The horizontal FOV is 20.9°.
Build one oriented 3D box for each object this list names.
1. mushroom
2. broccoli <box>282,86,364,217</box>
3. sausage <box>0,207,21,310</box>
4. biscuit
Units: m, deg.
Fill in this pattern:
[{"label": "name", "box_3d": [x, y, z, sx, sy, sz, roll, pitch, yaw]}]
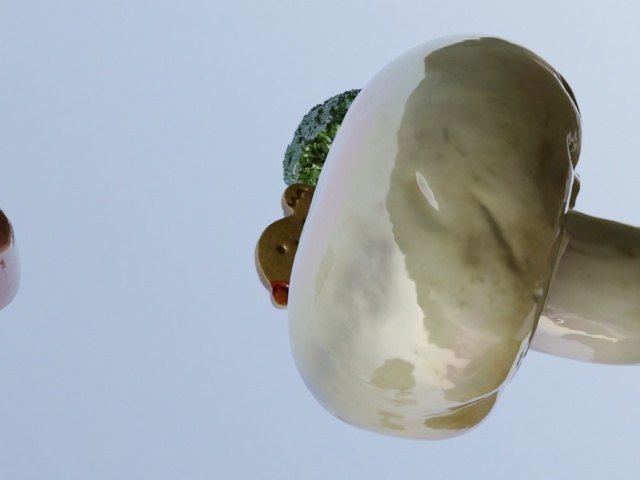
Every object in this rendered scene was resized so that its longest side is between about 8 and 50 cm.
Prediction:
[{"label": "mushroom", "box_3d": [0.118, 0.011, 1.507, 0.353, 0.325, 0.353, 26, -128, -38]}, {"label": "broccoli", "box_3d": [0.060, -0.099, 2.568, 0.241, 0.269, 0.261, 50, -178, 25]}, {"label": "sausage", "box_3d": [-0.301, 0.015, 1.553, 0.062, 0.154, 0.062, 2, -114, -5]}, {"label": "biscuit", "box_3d": [0.000, 0.000, 2.287, 0.166, 0.036, 0.225, 44, -118, 5]}]
